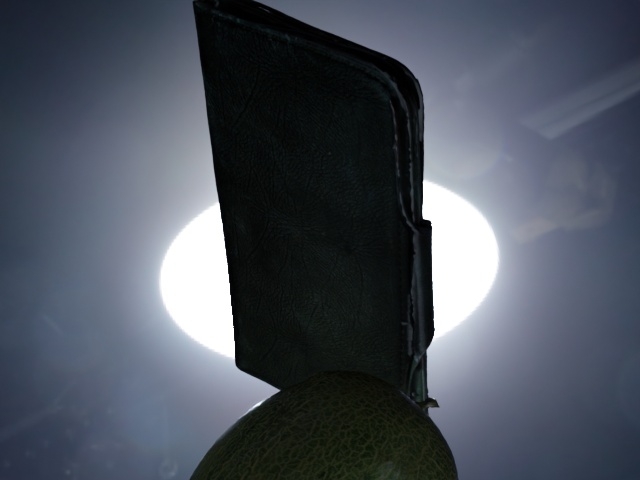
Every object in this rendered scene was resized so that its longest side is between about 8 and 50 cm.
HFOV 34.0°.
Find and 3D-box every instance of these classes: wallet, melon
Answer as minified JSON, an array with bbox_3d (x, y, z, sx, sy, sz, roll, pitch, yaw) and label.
[{"bbox_3d":[0.000,0.000,0.686,0.045,0.172,0.318,-41,-38,-35],"label":"wallet"},{"bbox_3d":[0.000,0.147,0.561,0.192,0.139,0.139,-44,-28,-24],"label":"melon"}]
